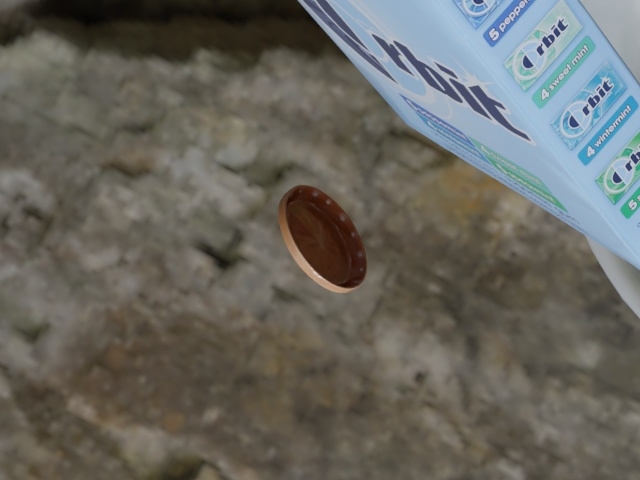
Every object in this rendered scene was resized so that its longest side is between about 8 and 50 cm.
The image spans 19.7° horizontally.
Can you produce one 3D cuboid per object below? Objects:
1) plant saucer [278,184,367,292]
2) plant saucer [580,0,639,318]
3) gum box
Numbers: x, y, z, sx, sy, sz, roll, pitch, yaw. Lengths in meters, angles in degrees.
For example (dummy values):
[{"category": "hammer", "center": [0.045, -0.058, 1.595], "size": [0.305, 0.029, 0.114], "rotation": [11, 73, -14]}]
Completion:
[{"category": "plant saucer", "center": [0.000, 0.000, 1.292], "size": [0.013, 0.083, 0.083], "rotation": [-33, -159, 31]}, {"category": "plant saucer", "center": [0.309, -0.103, 1.113], "size": [0.400, 0.100, 0.400], "rotation": [10, -77, 52]}, {"category": "gum box", "center": [0.039, -0.080, 0.635], "size": [0.041, 0.184, 0.157], "rotation": [-49, -140, -3]}]
